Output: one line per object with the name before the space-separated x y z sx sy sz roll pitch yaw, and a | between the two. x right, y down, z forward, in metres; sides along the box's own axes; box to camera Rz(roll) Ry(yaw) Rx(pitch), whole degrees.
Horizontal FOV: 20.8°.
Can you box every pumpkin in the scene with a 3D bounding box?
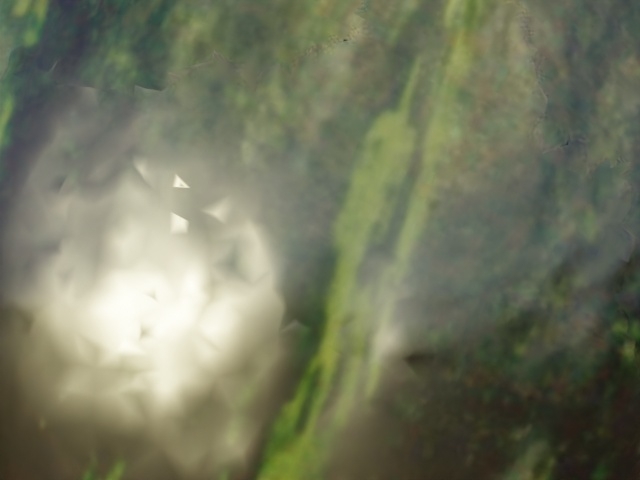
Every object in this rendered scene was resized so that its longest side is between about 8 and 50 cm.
pumpkin | 0.000 0.000 0.493 0.323 0.241 0.323 17 -3 1
